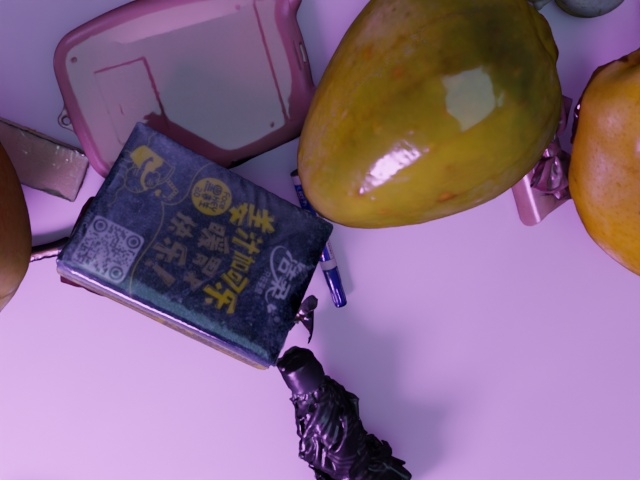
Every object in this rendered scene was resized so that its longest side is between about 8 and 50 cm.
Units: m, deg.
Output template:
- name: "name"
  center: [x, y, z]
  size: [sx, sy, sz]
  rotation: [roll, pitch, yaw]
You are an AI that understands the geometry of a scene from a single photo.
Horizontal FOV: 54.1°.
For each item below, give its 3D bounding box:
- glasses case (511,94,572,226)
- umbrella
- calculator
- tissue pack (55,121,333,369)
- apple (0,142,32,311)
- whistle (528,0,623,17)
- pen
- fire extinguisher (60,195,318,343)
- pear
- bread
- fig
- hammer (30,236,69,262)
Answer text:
- name: "glasses case"
  center: [0.300, -0.120, 0.830]
  size: [0.102, 0.070, 0.194]
  rotation: [-23, 110, -1]
- name: "umbrella"
  center: [0.044, 0.300, 0.899]
  size: [0.154, 0.128, 0.337]
  rotation: [-14, 110, -3]
- name: "calculator"
  center: [-0.153, -0.185, 0.752]
  size: [0.329, 0.048, 0.220]
  rotation: [-18, 111, -4]
- name: "tissue pack"
  center: [-0.134, 0.010, 0.709]
  size: [0.257, 0.081, 0.185]
  rotation: [28, 71, -11]
- name: "apple"
  center: [-0.462, 0.001, 0.607]
  size: [0.338, 0.338, 0.305]
  rotation: [-34, 103, 4]
- name: "whistle"
  center: [0.291, -0.323, 0.768]
  size: [0.198, 0.057, 0.104]
  rotation: [-8, 108, -6]
- name: "pen"
  center: [0.000, 0.000, 0.851]
  size: [0.025, 0.025, 0.204]
  rotation: [-18, 110, -2]
- name: "fire extinguisher"
  center: [-0.149, 0.057, 0.808]
  size: [0.337, 0.114, 0.135]
  rotation: [20, 147, -13]
- name: "pear"
  center: [0.497, -0.075, 0.751]
  size: [0.340, 0.191, 0.386]
  rotation: [-42, 124, 19]
- name: "bread"
  center: [-0.361, -0.104, 0.764]
  size: [0.153, 0.028, 0.068]
  rotation: [21, 104, -15]
- name: "fig"
  center: [0.112, -0.142, 0.713]
  size: [0.326, 0.258, 0.258]
  rotation: [-39, 110, 25]
- name: "hammer"
  center: [-0.419, 0.026, 0.802]
  size: [0.200, 0.021, 0.078]
  rotation: [-15, 110, -3]
